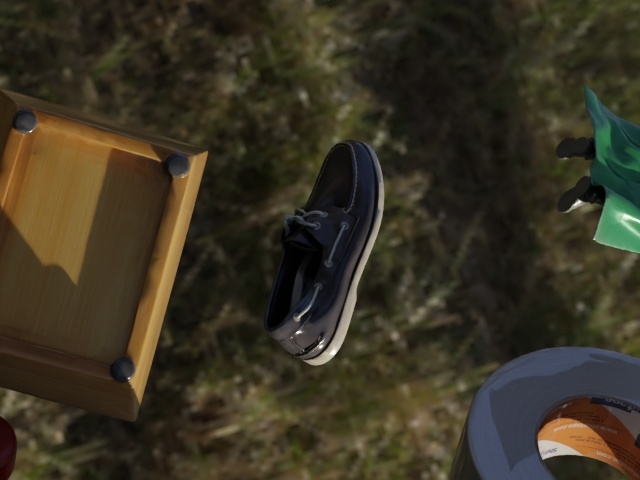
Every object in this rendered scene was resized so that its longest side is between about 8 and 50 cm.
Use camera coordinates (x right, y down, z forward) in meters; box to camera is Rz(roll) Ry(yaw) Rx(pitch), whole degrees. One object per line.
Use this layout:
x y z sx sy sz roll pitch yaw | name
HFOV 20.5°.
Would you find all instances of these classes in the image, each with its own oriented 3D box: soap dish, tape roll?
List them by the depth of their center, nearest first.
0.210 0.183 1.341 0.219 0.219 0.072 -89 -171 -49 | tape roll
-0.250 0.011 1.747 0.118 0.229 0.291 158 -52 -74 | soap dish

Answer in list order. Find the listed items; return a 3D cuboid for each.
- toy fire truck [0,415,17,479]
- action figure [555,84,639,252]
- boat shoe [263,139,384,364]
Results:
-0.419 0.269 1.625 0.254 0.302 0.169 -66 172 -56 | toy fire truck
0.285 -0.018 1.393 0.232 0.063 0.137 23 58 -30 | action figure
0.000 0.000 1.505 0.065 0.075 0.206 27 66 -35 | boat shoe
